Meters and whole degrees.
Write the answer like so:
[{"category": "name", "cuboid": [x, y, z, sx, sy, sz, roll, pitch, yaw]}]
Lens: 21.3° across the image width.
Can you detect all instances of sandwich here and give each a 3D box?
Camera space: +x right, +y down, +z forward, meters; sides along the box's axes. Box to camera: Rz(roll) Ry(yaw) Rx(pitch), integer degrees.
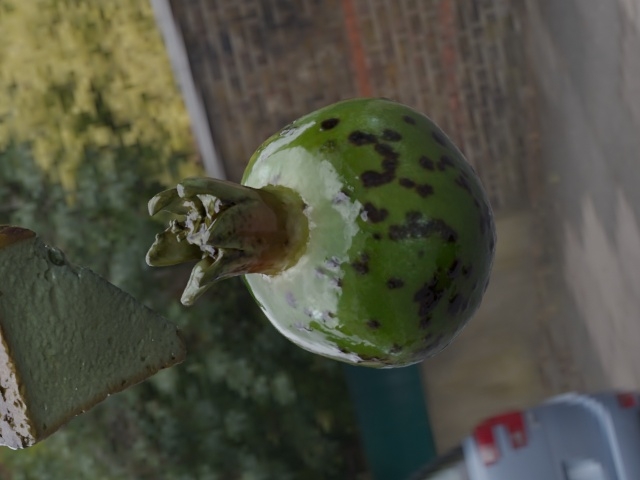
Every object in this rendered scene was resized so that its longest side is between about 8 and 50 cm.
[{"category": "sandwich", "cuboid": [-0.305, 0.085, 2.039, 0.288, 0.100, 0.254, -25, -78, -45]}]

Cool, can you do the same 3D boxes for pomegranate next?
[{"category": "pomegranate", "cuboid": [0.011, 0.013, 1.393, 0.231, 0.286, 0.231, 24, 128, 33]}]
